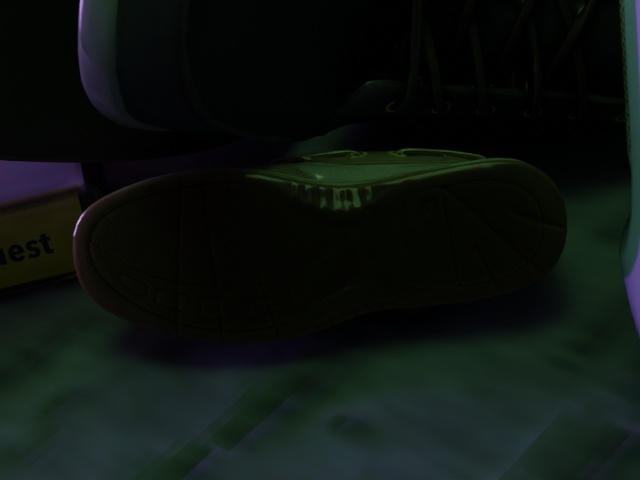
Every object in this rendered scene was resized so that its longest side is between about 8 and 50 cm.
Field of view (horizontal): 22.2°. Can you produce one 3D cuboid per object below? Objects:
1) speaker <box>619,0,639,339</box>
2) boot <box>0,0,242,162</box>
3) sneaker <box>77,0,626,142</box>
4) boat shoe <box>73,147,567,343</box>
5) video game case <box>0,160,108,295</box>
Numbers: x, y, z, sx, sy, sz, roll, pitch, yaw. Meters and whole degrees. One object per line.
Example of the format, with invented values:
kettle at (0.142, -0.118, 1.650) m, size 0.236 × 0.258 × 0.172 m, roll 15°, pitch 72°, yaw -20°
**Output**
speaker at (0.118, -0.088, 0.328) m, size 0.131 × 0.296 × 0.131 m, roll -7°, pitch 35°, yaw 5°
boot at (-0.059, -0.096, 0.556) m, size 0.115 × 0.112 × 0.305 m, roll 0°, pitch 20°, yaw 35°
sneaker at (0.034, -0.068, 0.465) m, size 0.118 × 0.083 × 0.222 m, roll 15°, pitch 19°, yaw 26°
boat shoe at (0.000, 0.000, 0.460) m, size 0.135 × 0.050 × 0.045 m, roll -2°, pitch 8°, yaw 5°
video game case at (-0.209, -0.047, 0.586) m, size 0.248 × 0.035 × 0.275 m, roll -14°, pitch 35°, yaw -5°
